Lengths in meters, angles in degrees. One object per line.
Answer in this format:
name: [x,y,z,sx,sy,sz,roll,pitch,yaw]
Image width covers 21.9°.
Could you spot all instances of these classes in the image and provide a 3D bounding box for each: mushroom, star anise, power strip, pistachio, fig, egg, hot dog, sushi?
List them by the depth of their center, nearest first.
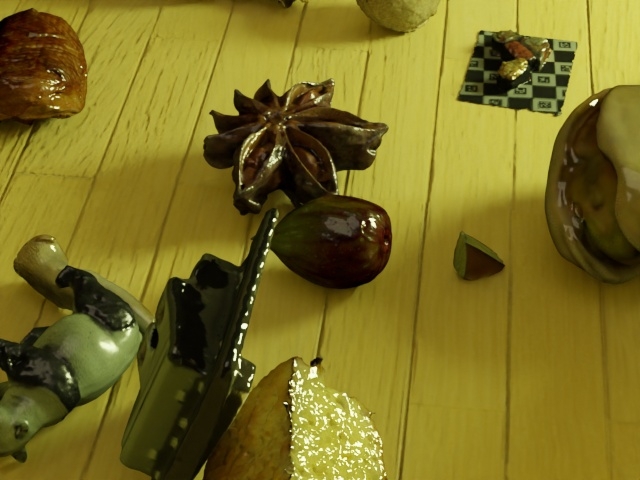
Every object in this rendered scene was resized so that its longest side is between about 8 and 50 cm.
power strip: [-0.123,0.119,1.502,0.092,0.257,0.251,19,36,-12]
mushroom: [-0.243,0.055,1.750,0.202,0.059,0.054,27,60,31]
fig: [0.000,0.000,1.804,0.155,0.103,0.109,4,-2,22]
pistachio: [0.351,-0.065,1.859,0.166,0.197,0.288,-27,30,42]
star anise: [-0.030,-0.104,1.951,0.220,0.099,0.214,-11,51,-23]
hot dog: [-0.374,-0.211,2.079,0.160,0.099,0.227,3,35,3]
sushi: [0.264,-0.236,2.180,0.139,0.031,0.201,8,37,10]
egg: [0.109,-0.346,2.259,0.140,0.116,0.118,-30,69,-39]

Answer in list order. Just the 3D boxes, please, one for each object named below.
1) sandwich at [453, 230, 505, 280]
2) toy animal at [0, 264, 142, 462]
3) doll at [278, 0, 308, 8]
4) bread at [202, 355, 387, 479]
sandwich: [0.168,0.023,1.823,0.083,0.044,0.031,28,19,-44]
toy animal: [-0.272,0.129,1.633,0.121,0.094,0.225,28,43,19]
doll: [-0.067,-0.375,2.326,0.113,0.076,0.078,14,29,15]
bread: [-0.028,0.220,1.451,0.139,0.143,0.229,-30,30,22]
